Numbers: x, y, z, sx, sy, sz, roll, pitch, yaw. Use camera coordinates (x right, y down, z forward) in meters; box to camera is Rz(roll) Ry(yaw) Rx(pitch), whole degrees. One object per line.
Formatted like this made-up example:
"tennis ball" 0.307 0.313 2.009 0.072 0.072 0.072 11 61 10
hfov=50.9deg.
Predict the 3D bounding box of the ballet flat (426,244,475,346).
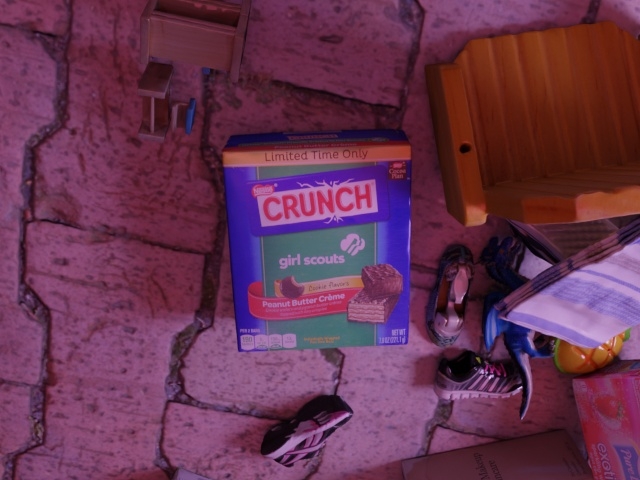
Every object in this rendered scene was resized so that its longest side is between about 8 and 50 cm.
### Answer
"ballet flat" 0.212 0.101 1.097 0.070 0.070 0.188 1 110 -3

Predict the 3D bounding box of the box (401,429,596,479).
"box" 0.311 0.450 1.189 0.311 0.148 0.121 -12 109 0

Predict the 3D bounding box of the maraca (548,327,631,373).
"maraca" 0.456 0.151 1.114 0.185 0.099 0.127 -25 121 -17

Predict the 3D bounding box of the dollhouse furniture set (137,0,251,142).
"dollhouse furniture set" -0.175 -0.241 0.935 0.129 0.129 0.184 9 134 -7

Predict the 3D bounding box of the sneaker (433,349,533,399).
"sneaker" 0.276 0.224 1.145 0.170 0.063 0.075 -7 117 5

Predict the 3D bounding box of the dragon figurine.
"dragon figurine" 0.305 0.133 1.091 0.144 0.085 0.289 11 105 5

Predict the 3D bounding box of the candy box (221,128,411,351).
"candy box" 0.000 0.000 1.017 0.268 0.122 0.317 -3 109 -2

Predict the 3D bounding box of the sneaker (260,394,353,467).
"sneaker" -0.015 0.337 1.179 0.178 0.072 0.077 -31 121 17

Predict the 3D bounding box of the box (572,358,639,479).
"box" 0.535 0.350 1.079 0.154 0.142 0.300 -7 83 -33

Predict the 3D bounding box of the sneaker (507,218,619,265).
"sneaker" 0.328 -0.061 1.021 0.126 0.127 0.321 -38 84 5

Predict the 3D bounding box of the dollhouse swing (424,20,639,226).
"dollhouse swing" 0.335 -0.166 0.818 0.346 0.305 0.315 -8 82 1

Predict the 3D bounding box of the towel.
"towel" 0.408 0.065 0.916 0.209 0.034 0.285 20 140 -23

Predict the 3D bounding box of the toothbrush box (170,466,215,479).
"toothbrush box" -0.264 0.583 1.174 0.122 0.206 0.283 25 106 -12
